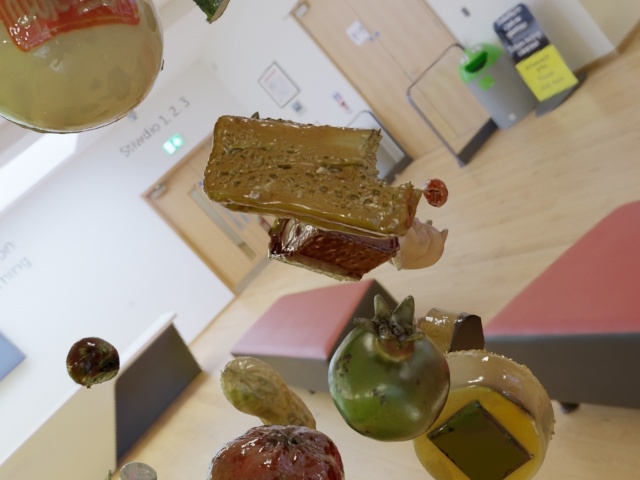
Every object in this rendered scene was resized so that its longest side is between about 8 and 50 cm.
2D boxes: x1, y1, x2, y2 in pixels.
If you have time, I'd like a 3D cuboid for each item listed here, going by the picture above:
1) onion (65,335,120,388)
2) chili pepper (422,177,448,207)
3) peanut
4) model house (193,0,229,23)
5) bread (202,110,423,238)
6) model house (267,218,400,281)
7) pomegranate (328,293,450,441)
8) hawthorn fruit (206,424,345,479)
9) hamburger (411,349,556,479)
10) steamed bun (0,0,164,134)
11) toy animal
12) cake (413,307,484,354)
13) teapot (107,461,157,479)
[{"bbox_3d":[-0.515,0.270,1.470,0.118,0.119,0.117,-39,-18,17],"label":"onion"},{"bbox_3d":[0.268,-0.109,1.513,0.191,0.059,0.050,38,-113,-71],"label":"chili pepper"},{"bbox_3d":[-0.128,0.419,1.693,0.149,0.313,0.149,-31,26,17],"label":"peanut"},{"bbox_3d":[-0.222,-0.467,1.252,0.066,0.083,0.079,-47,11,35],"label":"model house"},{"bbox_3d":[-0.013,-0.116,1.104,0.109,0.380,0.185,31,-107,-67],"label":"bread"},{"bbox_3d":[0.015,-0.008,1.330,0.254,0.195,0.160,-44,38,45],"label":"model house"},{"bbox_3d":[0.100,0.180,0.936,0.181,0.181,0.224,-51,-26,-42],"label":"pomegranate"},{"bbox_3d":[-0.092,0.536,1.302,0.287,0.286,0.331,-94,13,-78],"label":"hawthorn fruit"},{"bbox_3d":[0.311,0.356,1.299,0.302,0.302,0.170,-38,5,23],"label":"hamburger"},{"bbox_3d":[-0.456,-0.380,1.144,0.374,0.374,0.241,-48,-1,-32],"label":"steamed bun"},{"bbox_3d":[0.251,0.008,1.864,0.166,0.250,0.154,30,104,40],"label":"toy animal"},{"bbox_3d":[0.280,0.256,1.595,0.178,0.185,0.207,7,4,41],"label":"cake"},{"bbox_3d":[-0.325,0.418,1.114,0.064,0.083,0.064,-134,62,-71],"label":"teapot"}]
